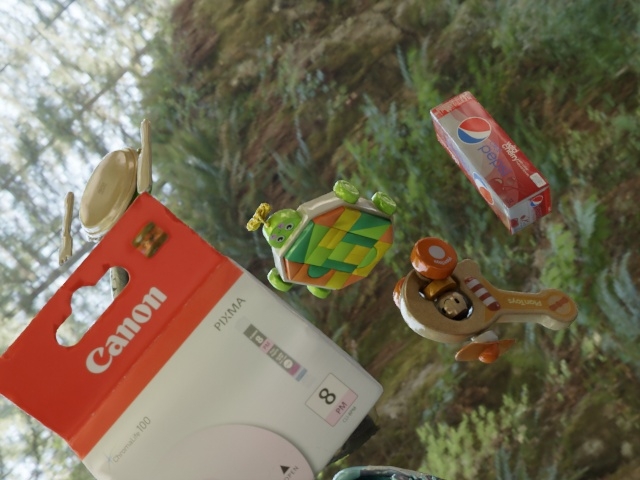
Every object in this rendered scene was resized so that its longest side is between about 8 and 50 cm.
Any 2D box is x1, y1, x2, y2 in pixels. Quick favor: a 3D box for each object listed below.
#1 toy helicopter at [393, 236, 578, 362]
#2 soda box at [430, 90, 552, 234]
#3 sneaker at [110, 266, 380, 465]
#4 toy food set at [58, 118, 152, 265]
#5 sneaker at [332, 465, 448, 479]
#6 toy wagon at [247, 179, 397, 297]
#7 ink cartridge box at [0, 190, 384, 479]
[{"bbox_3d":[0.317,0.132,1.482,0.354,0.140,0.235,4,-135,-16],"label":"toy helicopter"},{"bbox_3d":[0.297,-0.141,1.419,0.263,0.083,0.092,60,180,34],"label":"soda box"},{"bbox_3d":[-0.115,0.108,0.804,0.410,0.158,0.182,12,118,45],"label":"sneaker"},{"bbox_3d":[-0.257,-0.054,1.011,0.038,0.192,0.133,27,-138,-39],"label":"toy food set"},{"bbox_3d":[0.144,0.371,1.106,0.122,0.282,0.110,61,-144,-55],"label":"sneaker"},{"bbox_3d":[0.000,0.000,1.660,0.344,0.267,0.068,13,-148,-45],"label":"toy wagon"},{"bbox_3d":[-0.097,0.110,0.596,0.232,0.189,0.066,41,175,-19],"label":"ink cartridge box"}]
